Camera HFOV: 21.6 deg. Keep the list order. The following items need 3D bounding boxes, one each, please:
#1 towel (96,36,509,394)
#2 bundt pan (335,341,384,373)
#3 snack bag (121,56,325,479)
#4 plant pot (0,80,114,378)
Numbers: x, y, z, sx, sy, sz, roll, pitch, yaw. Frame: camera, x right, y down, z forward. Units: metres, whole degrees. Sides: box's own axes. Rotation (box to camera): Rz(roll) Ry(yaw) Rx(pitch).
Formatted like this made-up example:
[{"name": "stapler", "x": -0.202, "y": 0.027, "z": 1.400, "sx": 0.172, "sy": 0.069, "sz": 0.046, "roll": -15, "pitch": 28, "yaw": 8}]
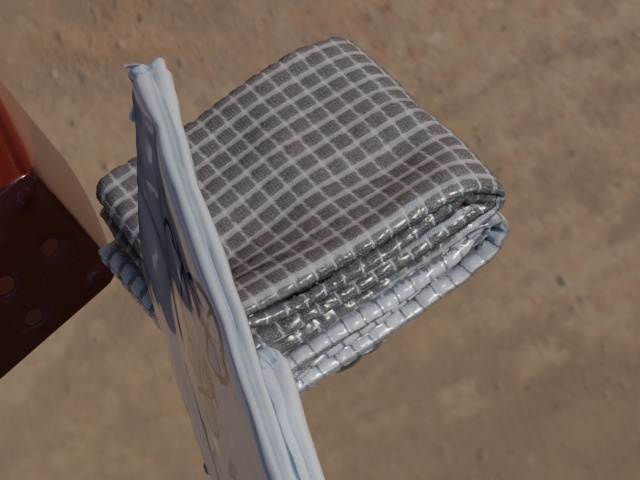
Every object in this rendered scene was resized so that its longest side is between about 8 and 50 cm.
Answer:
[{"name": "towel", "x": -0.023, "y": -0.022, "z": 1.363, "sx": 0.284, "sy": 0.235, "sz": 0.121, "roll": -32, "pitch": 144, "yaw": -14}, {"name": "bundt pan", "x": 0.000, "y": 0.000, "z": 1.854, "sx": 0.124, "sy": 0.331, "sz": 0.331, "roll": 5, "pitch": 121, "yaw": -27}, {"name": "snack bag", "x": -0.042, "y": 0.106, "z": 0.936, "sx": 0.037, "sy": 0.342, "sz": 0.323, "roll": -17, "pitch": 163, "yaw": -10}, {"name": "plant pot", "x": -0.360, "y": -0.013, "z": 1.647, "sx": 0.267, "sy": 0.236, "sz": 0.267, "roll": -41, "pitch": 139, "yaw": -7}]
